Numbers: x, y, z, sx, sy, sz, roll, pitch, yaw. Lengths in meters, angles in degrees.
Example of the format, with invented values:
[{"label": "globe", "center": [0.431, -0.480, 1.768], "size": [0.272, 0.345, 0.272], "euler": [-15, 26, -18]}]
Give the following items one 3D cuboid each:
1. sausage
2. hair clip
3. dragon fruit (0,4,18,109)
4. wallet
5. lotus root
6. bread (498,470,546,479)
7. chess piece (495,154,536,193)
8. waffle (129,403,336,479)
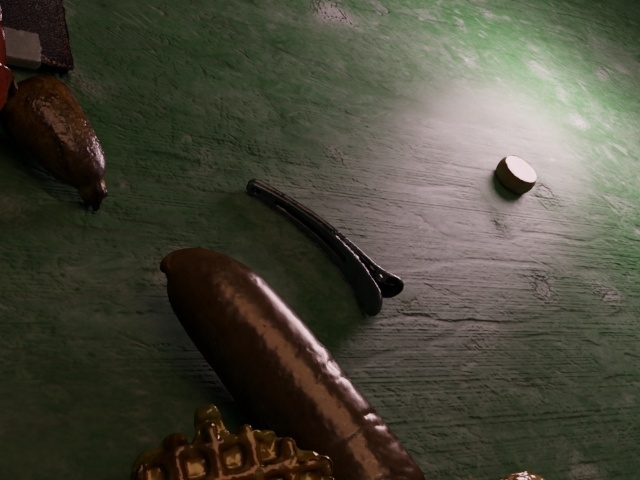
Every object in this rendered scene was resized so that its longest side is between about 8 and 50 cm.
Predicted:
[{"label": "sausage", "center": [-0.011, 0.201, 0.922], "size": [0.501, 0.123, 0.136], "euler": [52, 25, 15]}, {"label": "hair clip", "center": [0.000, 0.000, 1.201], "size": [0.275, 0.048, 0.083], "euler": [41, 41, 12]}, {"label": "dragon fruit", "center": [-0.476, -0.225, 0.919], "size": [0.250, 0.250, 0.315], "euler": [-14, 75, -44]}, {"label": "wallet", "center": [-0.482, -0.352, 1.167], "size": [0.220, 0.071, 0.262], "euler": [5, 53, -40]}, {"label": "lotus root", "center": [-0.327, -0.128, 1.035], "size": [0.191, 0.094, 0.108], "euler": [48, 33, 7]}, {"label": "bread", "center": [0.259, 0.397, 0.954], "size": [0.210, 0.099, 0.235], "euler": [-16, 62, -45]}, {"label": "chess piece", "center": [0.388, -0.131, 1.613], "size": [0.083, 0.038, 0.084], "euler": [20, 45, -21]}, {"label": "waffle", "center": [-0.089, 0.290, 0.778], "size": [0.243, 0.059, 0.238], "euler": [33, 63, -6]}]
